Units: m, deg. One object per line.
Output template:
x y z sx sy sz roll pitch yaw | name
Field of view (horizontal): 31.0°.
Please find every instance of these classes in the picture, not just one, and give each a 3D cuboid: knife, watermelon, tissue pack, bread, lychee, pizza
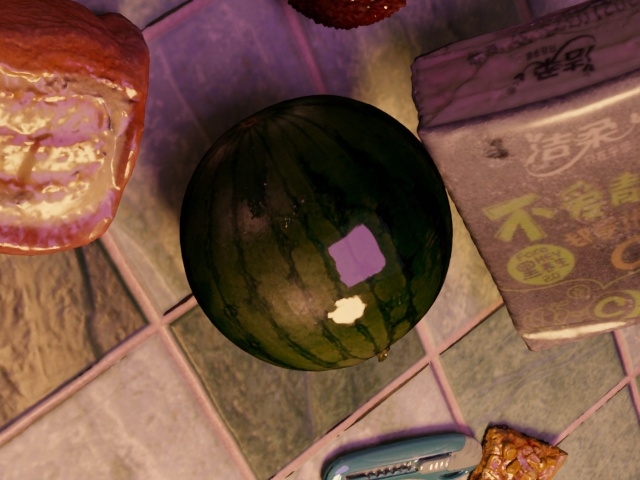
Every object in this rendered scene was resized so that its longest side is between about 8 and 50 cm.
0.099 0.257 1.317 0.222 0.031 0.064 -2 113 -33 | knife
-0.002 -0.004 1.013 0.242 0.242 0.242 -13 116 -30 | watermelon
0.284 -0.059 1.138 0.288 0.124 0.394 -18 140 15 | tissue pack
-0.251 -0.091 0.882 0.244 0.123 0.190 2 109 -33 | bread
0.028 -0.242 1.014 0.129 0.123 0.123 4 107 -53 | lychee
0.233 0.283 1.413 0.178 0.041 0.131 -19 117 -27 | pizza
